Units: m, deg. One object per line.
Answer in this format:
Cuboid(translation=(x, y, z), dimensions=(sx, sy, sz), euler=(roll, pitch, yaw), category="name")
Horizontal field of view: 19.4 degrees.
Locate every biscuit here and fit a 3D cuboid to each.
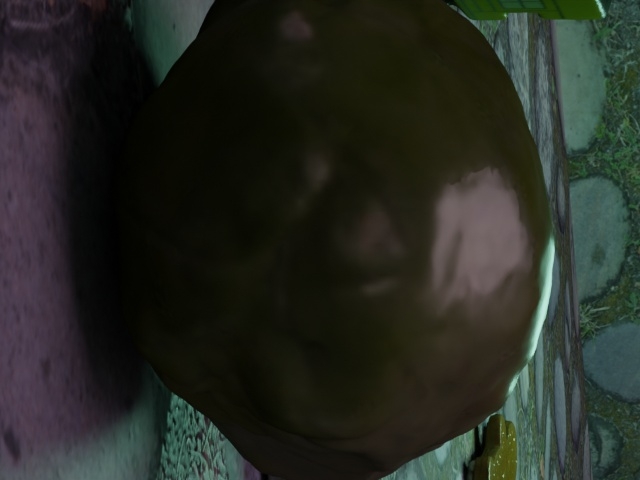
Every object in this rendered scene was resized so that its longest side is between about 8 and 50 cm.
Cuboid(translation=(0.214, 0.295, 2.311), dimensions=(0.240, 0.035, 0.158), euler=(-51, 140, -70), category="biscuit")

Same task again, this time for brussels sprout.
Cuboid(translation=(0.003, -0.004, 1.037), dimensions=(0.274, 0.242, 0.317), euler=(-150, -119, -77), category="brussels sprout")

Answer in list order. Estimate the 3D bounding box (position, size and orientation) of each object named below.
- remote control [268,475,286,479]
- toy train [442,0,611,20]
Cuboid(translation=(-0.020, 0.118, 1.332), dimensions=(0.087, 0.029, 0.190), euler=(-30, 117, -75), category="remote control")
Cuboid(translation=(0.105, -0.263, 1.404), dimensions=(0.442, 0.272, 0.179), euler=(20, 71, -76), category="toy train")
